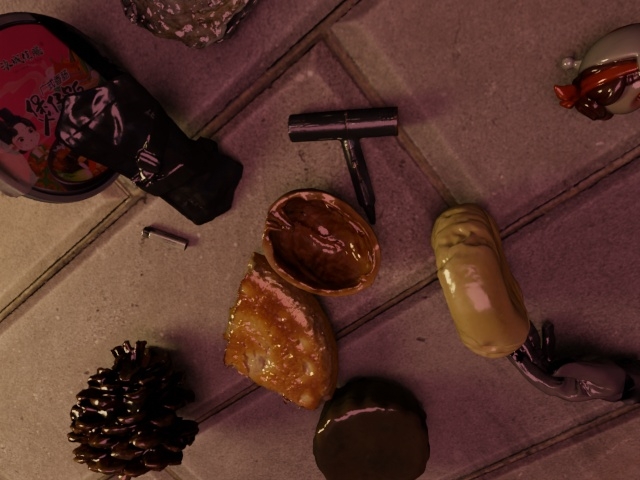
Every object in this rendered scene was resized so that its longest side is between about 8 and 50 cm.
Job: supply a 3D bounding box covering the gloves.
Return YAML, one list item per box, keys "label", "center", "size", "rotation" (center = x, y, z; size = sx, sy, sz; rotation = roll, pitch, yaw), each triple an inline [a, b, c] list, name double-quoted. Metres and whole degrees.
- label: "gloves"
  center: [0.448, 0.223, 0.820]
  size: [0.285, 0.142, 0.119]
  rotation: [21, 86, -1]

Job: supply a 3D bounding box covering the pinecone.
- label: "pinecone"
  center: [-0.353, 0.334, 0.918]
  size: [0.243, 0.243, 0.257]
  rotation: [20, 109, -1]

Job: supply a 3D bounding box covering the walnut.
- label: "walnut"
  center: [0.001, 0.000, 0.804]
  size: [0.211, 0.087, 0.167]
  rotation: [37, 106, -11]

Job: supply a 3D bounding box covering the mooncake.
- label: "mooncake"
  center: [0.100, 0.379, 0.935]
  size: [0.228, 0.124, 0.228]
  rotation: [1, 109, 4]

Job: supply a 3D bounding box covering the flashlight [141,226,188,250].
- label: "flashlight"
  center: [-0.286, -0.004, 0.878]
  size: [0.083, 0.018, 0.018]
  rotation: [19, 113, -1]

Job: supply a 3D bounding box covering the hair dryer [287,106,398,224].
- label: "hair dryer"
  center: [0.041, -0.115, 0.778]
  size: [0.173, 0.050, 0.195]
  rotation: [0, 116, 11]

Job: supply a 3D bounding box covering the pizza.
- label: "pizza"
  center: [-0.087, 0.180, 0.894]
  size: [0.226, 0.086, 0.336]
  rotation: [-19, 107, 20]

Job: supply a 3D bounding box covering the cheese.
- label: "cheese"
  center: [0.239, 0.061, 0.734]
  size: [0.117, 0.214, 0.226]
  rotation: [-21, 116, 20]

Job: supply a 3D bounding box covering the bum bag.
- label: "bum bag"
  center: [-0.245, -0.132, 0.739]
  size: [0.137, 0.074, 0.310]
  rotation: [-48, 137, 5]

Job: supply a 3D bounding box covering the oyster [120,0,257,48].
- label: "oyster"
  center: [-0.159, -0.398, 0.647]
  size: [0.198, 0.112, 0.268]
  rotation: [27, 110, -4]

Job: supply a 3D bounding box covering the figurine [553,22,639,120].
- label: "figurine"
  center: [0.428, -0.226, 0.620]
  size: [0.226, 0.183, 0.160]
  rotation: [-16, 101, 27]

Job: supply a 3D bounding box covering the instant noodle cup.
- label: "instant noodle cup"
  center: [-0.441, -0.184, 0.711]
  size: [0.181, 0.302, 0.259]
  rotation: [2, 103, 31]
